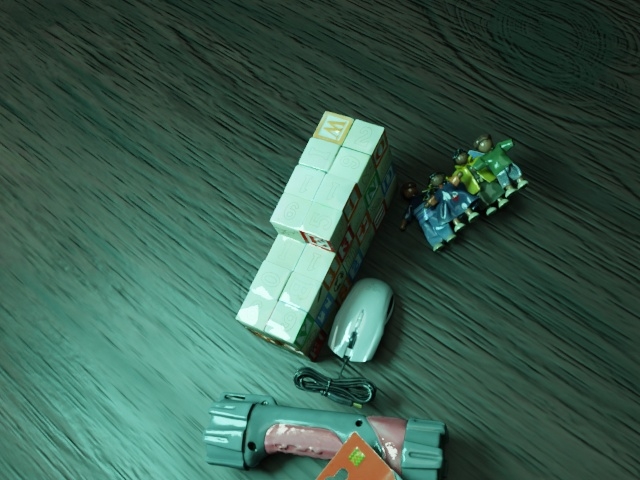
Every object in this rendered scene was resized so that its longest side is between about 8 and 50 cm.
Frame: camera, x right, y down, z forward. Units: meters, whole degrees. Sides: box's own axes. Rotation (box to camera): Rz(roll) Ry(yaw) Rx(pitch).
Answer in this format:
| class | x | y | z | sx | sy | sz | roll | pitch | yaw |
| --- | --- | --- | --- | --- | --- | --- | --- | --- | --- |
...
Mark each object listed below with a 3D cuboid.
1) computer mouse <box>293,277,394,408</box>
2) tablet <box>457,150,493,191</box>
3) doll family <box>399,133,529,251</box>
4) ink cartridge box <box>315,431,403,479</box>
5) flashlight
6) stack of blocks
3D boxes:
| class | x | y | z | sx | sy | sz | roll | pitch | yaw |
| --- | --- | --- | --- | --- | --- | --- | --- | --- | --- |
| computer mouse | 0.045 | 0.123 | 0.854 | 0.106 | 0.042 | 0.192 | 16 | 59 | 12 |
| tablet | 0.232 | -0.091 | 0.943 | 0.054 | 0.006 | 0.083 | 19 | 74 | 19 |
| doll family | 0.192 | -0.072 | 0.901 | 0.193 | 0.076 | 0.111 | -34 | 72 | 5 |
| ink cartridge box | 0.051 | 0.325 | 0.698 | 0.179 | 0.045 | 0.145 | 42 | 105 | 25 |
| flashlight | 0.003 | 0.262 | 0.800 | 0.304 | 0.103 | 0.103 | 1 | 98 | 15 |
| stack of blocks | 0.000 | 0.000 | 0.868 | 0.087 | 0.171 | 0.297 | 21 | 74 | 20 |
